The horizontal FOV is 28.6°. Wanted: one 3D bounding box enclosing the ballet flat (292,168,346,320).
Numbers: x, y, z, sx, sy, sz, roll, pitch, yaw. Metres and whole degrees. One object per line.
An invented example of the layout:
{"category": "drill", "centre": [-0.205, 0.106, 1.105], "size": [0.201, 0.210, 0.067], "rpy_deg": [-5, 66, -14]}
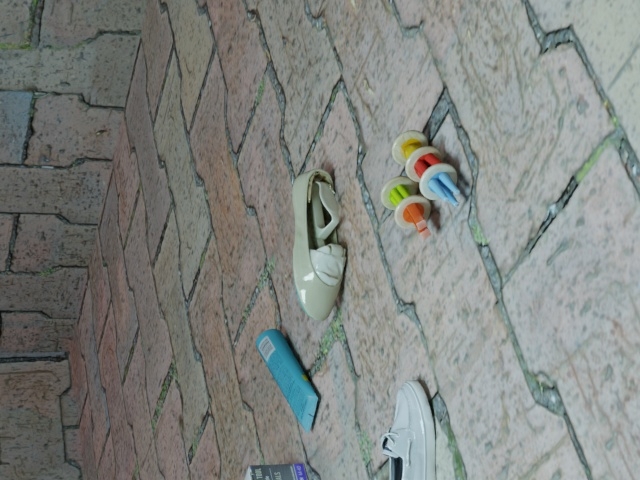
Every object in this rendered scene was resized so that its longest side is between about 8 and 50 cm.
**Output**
{"category": "ballet flat", "centre": [0.000, 0.000, 1.974], "size": [0.086, 0.086, 0.248], "rpy_deg": [131, 135, -61]}

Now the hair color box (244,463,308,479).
{"category": "hair color box", "centre": [-0.096, 0.561, 2.181], "size": [0.339, 0.110, 0.185], "rpy_deg": [107, 155, -42]}

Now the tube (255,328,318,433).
{"category": "tube", "centre": [-0.053, 0.234, 2.154], "size": [0.207, 0.052, 0.080], "rpy_deg": [-124, 34, -48]}

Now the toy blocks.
{"category": "toy blocks", "centre": [0.135, -0.058, 1.635], "size": [0.148, 0.054, 0.123], "rpy_deg": [-122, 38, -54]}

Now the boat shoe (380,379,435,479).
{"category": "boat shoe", "centre": [0.112, 0.281, 1.682], "size": [0.066, 0.063, 0.184], "rpy_deg": [174, 95, -69]}
